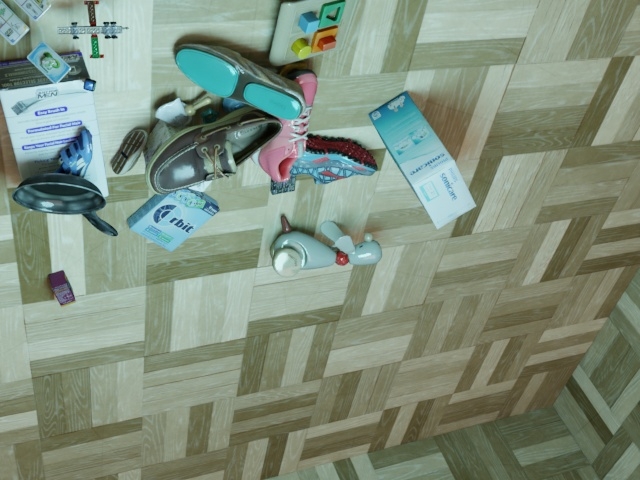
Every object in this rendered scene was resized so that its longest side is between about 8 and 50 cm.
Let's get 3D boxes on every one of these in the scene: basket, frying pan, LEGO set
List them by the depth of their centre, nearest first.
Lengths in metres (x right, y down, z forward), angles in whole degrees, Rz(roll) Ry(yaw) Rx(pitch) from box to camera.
[{"bbox_3d":[-0.511,-0.419,1.624,0.182,0.060,0.244,-42,107,11],"label":"LEGO set"},{"bbox_3d":[-0.527,-0.085,1.825,0.197,0.053,0.326,-14,159,36],"label":"frying pan"},{"bbox_3d":[-0.333,-0.207,1.962,0.167,0.103,0.113,18,123,-40],"label":"basket"}]

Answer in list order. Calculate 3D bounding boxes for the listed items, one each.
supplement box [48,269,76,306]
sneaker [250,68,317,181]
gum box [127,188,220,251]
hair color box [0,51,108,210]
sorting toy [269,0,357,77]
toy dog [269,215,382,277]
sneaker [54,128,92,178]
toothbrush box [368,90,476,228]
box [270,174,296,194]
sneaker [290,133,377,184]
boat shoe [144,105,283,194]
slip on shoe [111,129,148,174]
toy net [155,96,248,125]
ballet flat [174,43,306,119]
[{"bbox_3d":[-0.687,0.128,2.171,0.043,0.055,0.083,-19,141,-11],"label":"supplement box"},{"bbox_3d":[-0.064,-0.273,1.994,0.116,0.136,0.314,-12,145,-38],"label":"sneaker"},{"bbox_3d":[-0.384,-0.067,2.136,0.184,0.041,0.157,-39,139,15],"label":"gum box"},{"bbox_3d":[-0.584,-0.234,1.791,0.185,0.110,0.339,-12,140,-17],"label":"hair color box"},{"bbox_3d":[-0.010,-0.473,1.850,0.196,0.047,0.348,-19,152,-27],"label":"sorting toy"},{"bbox_3d":[0.000,0.000,2.335,0.333,0.220,0.161,-10,107,-30],"label":"toy dog"},{"bbox_3d":[-0.530,-0.179,1.758,0.059,0.053,0.144,7,129,-33],"label":"sneaker"},{"bbox_3d":[0.266,-0.211,2.140,0.126,0.296,0.216,-32,141,6],"label":"toothbrush box"},{"bbox_3d":[-0.100,-0.164,2.205,0.067,0.018,0.083,-12,139,-17],"label":"box"},{"bbox_3d":[0.024,-0.207,2.177,0.261,0.104,0.125,10,133,-24],"label":"sneaker"},{"bbox_3d":[-0.236,-0.201,1.863,0.342,0.123,0.123,-30,124,-24],"label":"boat shoe"},{"bbox_3d":[-0.446,-0.210,1.943,0.135,0.051,0.041,-52,160,24],"label":"slip on shoe"},{"bbox_3d":[-0.281,-0.301,1.938,0.232,0.045,0.122,-5,138,-22],"label":"toy net"},{"bbox_3d":[-0.177,-0.369,1.851,0.316,0.106,0.107,26,129,-12],"label":"ballet flat"}]
